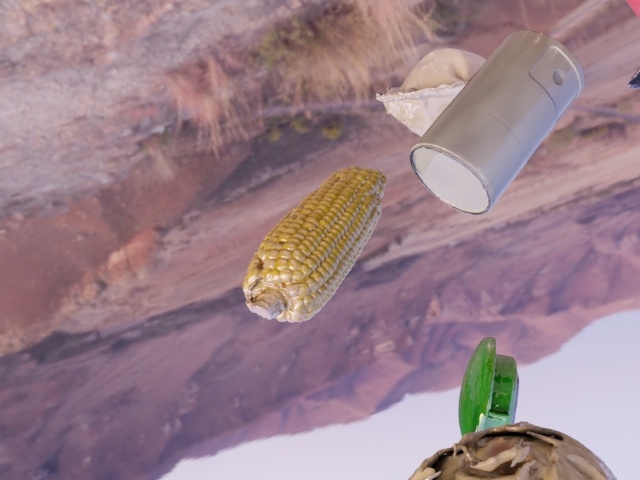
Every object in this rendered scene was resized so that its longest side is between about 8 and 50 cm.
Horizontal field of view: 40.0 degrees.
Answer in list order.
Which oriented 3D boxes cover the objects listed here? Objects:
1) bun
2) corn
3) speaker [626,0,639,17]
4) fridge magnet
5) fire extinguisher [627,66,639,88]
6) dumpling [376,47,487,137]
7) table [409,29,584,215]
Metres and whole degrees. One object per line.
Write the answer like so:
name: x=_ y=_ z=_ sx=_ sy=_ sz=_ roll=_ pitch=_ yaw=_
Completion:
bun: x=0.182 y=0.277 z=0.894 sx=0.260 sy=0.152 sz=0.259 roll=-14 pitch=-165 yaw=4
corn: x=0.000 y=0.000 z=1.312 sx=0.130 sy=0.130 sz=0.347 roll=-28 pitch=-163 yaw=47
speaker: x=0.496 y=-0.377 z=1.060 sx=0.294 sy=0.294 sz=0.294 roll=-20 pitch=172 yaw=-3
fridge magnet: x=0.265 y=0.258 z=1.402 sx=0.088 sy=0.208 sz=0.208 roll=9 pitch=176 yaw=9
fire extinguisher: x=0.350 y=-0.106 z=0.566 sx=0.102 sy=0.138 sz=0.344 roll=16 pitch=-171 yaw=-35
dumpling: x=0.211 y=-0.214 z=1.286 sx=0.247 sy=0.142 sz=0.172 roll=-1 pitch=179 yaw=-18
table: x=0.226 y=-0.152 z=1.129 sx=0.220 sy=0.126 sz=0.126 roll=-51 pitch=-178 yaw=-18
